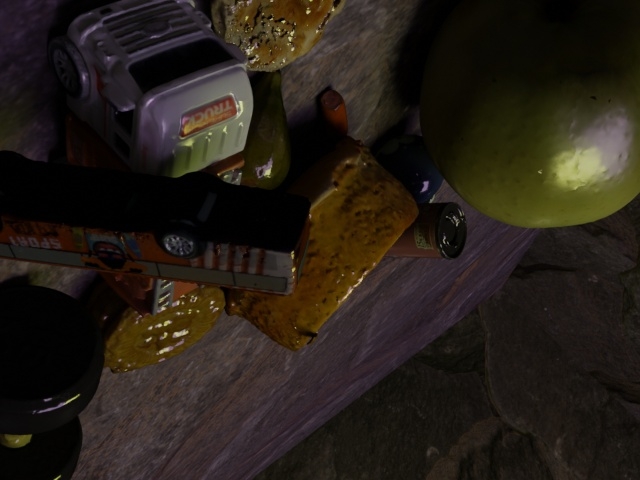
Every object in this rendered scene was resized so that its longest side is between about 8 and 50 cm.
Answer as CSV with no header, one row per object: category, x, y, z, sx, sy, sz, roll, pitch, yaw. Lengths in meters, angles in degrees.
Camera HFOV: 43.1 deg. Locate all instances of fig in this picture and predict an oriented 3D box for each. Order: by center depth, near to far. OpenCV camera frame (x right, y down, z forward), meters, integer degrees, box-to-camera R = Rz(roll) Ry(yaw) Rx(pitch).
fig,-0.106,-0.162,1.187,0.127,0.184,0.133,-9,174,18

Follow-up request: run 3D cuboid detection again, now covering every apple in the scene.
apple,0.392,-0.254,1.439,0.474,0.473,0.473,-37,159,-17

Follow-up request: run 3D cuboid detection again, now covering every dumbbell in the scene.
dumbbell,-0.432,0.235,1.164,0.204,0.204,0.322,-26,153,-40

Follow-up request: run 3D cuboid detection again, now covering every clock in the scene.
clock,0.183,-0.132,1.707,0.200,0.146,0.243,-37,167,-4

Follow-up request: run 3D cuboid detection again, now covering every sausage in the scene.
sausage,0.025,-0.210,1.390,0.041,0.039,0.131,-45,161,-10

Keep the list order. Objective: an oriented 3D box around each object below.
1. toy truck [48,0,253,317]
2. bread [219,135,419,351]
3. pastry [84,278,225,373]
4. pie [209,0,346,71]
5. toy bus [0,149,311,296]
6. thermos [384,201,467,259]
toy truck,-0.196,-0.088,0.972,0.173,0.207,0.387,-31,156,-33
bread,0.000,0.000,1.423,0.398,0.215,0.398,-48,177,-3
pastry,-0.282,0.111,1.344,0.235,0.132,0.240,-38,154,9
pie,-0.032,-0.335,1.021,0.274,0.055,0.274,-40,156,-22
toy bus,-0.215,-0.021,0.833,0.092,0.409,0.093,88,12,-47
thermos,0.128,-0.030,1.637,0.136,0.330,0.109,-58,132,-33
